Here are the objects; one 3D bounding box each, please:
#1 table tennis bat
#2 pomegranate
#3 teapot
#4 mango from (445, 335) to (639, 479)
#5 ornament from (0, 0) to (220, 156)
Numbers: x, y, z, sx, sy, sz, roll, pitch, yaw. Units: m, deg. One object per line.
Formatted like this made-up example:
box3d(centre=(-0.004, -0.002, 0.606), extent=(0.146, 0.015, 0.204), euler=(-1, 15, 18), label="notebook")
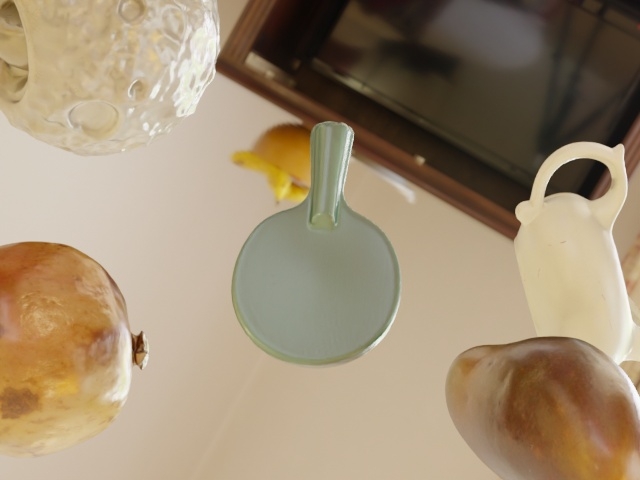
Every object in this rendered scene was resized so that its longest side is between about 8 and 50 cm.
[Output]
box3d(centre=(0.000, 0.000, 0.980), extent=(0.149, 0.237, 0.038), euler=(4, 157, 2), label="table tennis bat")
box3d(centre=(-0.274, 0.108, 1.087), extent=(0.215, 0.215, 0.215), euler=(29, -174, -3), label="pomegranate")
box3d(centre=(0.295, 0.035, 1.221), extent=(0.204, 0.139, 0.298), euler=(-77, -30, -59), label="teapot")
box3d(centre=(0.186, 0.143, 0.898), extent=(0.111, 0.133, 0.267), euler=(2, -173, -19), label="mango")
box3d(centre=(-0.291, -0.282, 1.461), extent=(0.337, 0.337, 0.337), euler=(29, -174, -3), label="ornament")
